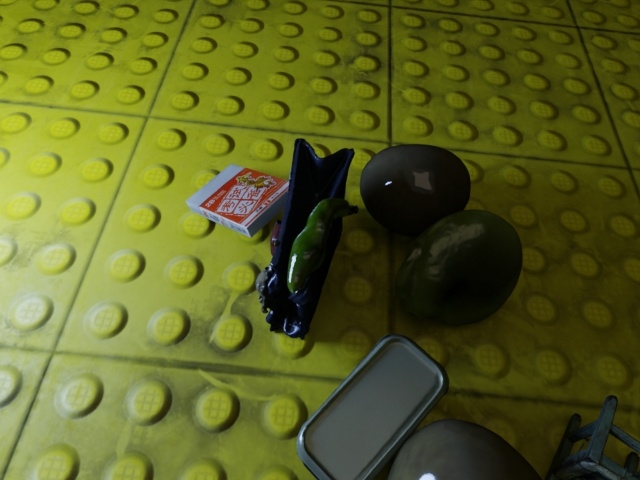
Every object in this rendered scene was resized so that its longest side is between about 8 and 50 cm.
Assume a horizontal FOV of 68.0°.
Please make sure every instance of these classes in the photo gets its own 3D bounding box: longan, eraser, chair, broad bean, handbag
[{"bbox_3d":[0.211,-0.120,1.081,0.246,0.215,0.246,21,29,-12],"label":"longan"},{"bbox_3d":[-0.182,-0.098,1.086,0.230,0.038,0.157,22,57,38],"label":"eraser"},{"bbox_3d":[0.471,0.420,0.795,0.136,0.147,0.270,35,60,16],"label":"chair"},{"bbox_3d":[0.209,0.428,0.663,0.289,0.288,0.350,-5,97,-8],"label":"longan"},{"bbox_3d":[-0.005,-0.007,0.735,0.061,0.046,0.195,40,57,-4],"label":"broad bean"},{"bbox_3d":[-0.033,0.006,0.928,0.122,0.303,0.329,14,58,4],"label":"handbag"},{"bbox_3d":[0.292,0.063,0.992,0.291,0.119,0.238,-29,101,-9],"label":"broad bean"}]

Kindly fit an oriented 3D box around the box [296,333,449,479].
[{"bbox_3d":[0.081,0.305,0.817,0.274,0.178,0.138,-38,68,-25],"label":"box"}]
